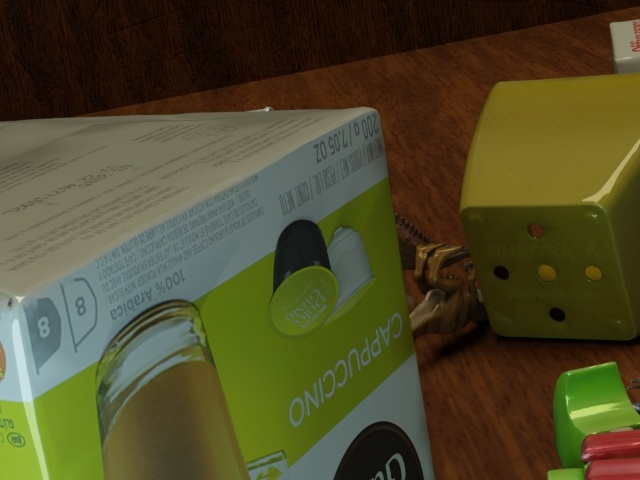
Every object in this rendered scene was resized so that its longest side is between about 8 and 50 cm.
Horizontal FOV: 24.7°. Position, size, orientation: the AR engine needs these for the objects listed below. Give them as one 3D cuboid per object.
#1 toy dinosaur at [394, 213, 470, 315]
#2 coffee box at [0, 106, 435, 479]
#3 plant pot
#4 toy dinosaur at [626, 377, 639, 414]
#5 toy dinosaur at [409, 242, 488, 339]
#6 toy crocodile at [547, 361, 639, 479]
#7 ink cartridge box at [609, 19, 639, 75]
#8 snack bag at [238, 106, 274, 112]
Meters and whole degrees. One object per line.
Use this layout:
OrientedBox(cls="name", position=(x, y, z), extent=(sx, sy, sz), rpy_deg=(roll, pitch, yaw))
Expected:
OrientedBox(cls="toy dinosaur", position=(0.000, 0.000, 1.430), extent=(0.296, 0.200, 0.127), rpy_deg=(-7, 16, 11))
OrientedBox(cls="coffee box", position=(-0.159, 0.125, 0.857), extent=(0.338, 0.334, 0.338), rpy_deg=(1, 19, 32))
OrientedBox(cls="plant pot", position=(0.243, -0.017, 1.361), extent=(0.212, 0.212, 0.187), rpy_deg=(0, 32, 33))
OrientedBox(cls="toy dinosaur", position=(0.265, 0.135, 1.120), extent=(0.082, 0.047, 0.090), rpy_deg=(-10, -20, 35))
OrientedBox(cls="toy dinosaur", position=(0.108, 0.062, 1.343), extent=(0.064, 0.112, 0.211), rpy_deg=(-3, 10, 40))
OrientedBox(cls="toy crocodile", position=(0.189, 0.176, 0.867), extent=(0.115, 0.105, 0.340), rpy_deg=(-8, 16, 10))
OrientedBox(cls="ink cartridge box", position=(0.565, -0.208, 1.848), extent=(0.385, 0.160, 0.279), rpy_deg=(-7, 16, 12))
OrientedBox(cls="snack bag", position=(-0.137, 0.066, 1.069), extent=(0.343, 0.323, 0.037), rpy_deg=(-1, 24, 31))
